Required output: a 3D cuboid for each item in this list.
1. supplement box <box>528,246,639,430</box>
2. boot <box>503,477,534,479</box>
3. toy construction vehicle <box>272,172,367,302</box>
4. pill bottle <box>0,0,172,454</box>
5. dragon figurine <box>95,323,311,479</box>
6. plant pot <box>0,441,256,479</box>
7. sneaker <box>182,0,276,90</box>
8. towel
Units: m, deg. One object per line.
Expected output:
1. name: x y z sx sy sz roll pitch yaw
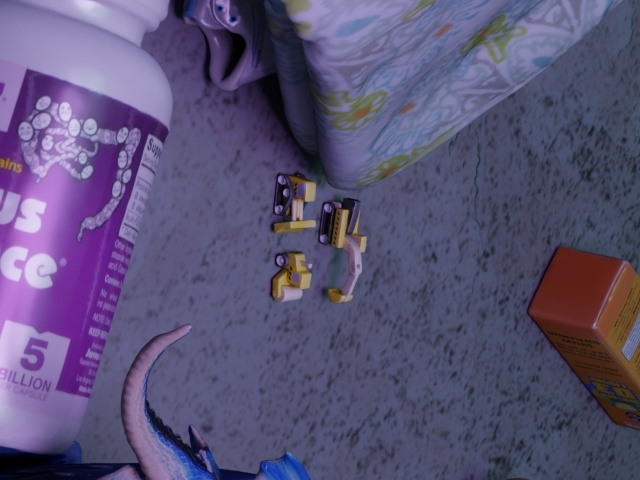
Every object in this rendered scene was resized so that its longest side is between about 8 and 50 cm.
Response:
1. supplement box: 0.281 0.099 1.861 0.233 0.078 0.080 45 65 -47
2. boot: 0.078 0.272 1.629 0.295 0.104 0.211 -54 137 -21
3. toy construction vehicle: 0.000 0.000 1.511 0.086 0.035 0.098 0 99 -52
4. pill bottle: -0.183 -0.040 1.159 0.169 0.169 0.301 21 82 -52
5. dragon figurine: -0.059 0.156 1.094 0.144 0.085 0.289 -26 119 -47
6. plant pot: -0.183 0.239 1.201 0.236 0.212 0.236 4 97 -52
7. sneaker: -0.062 -0.186 1.357 0.083 0.071 0.190 -36 126 -34
8. towel: 0.115 -0.185 1.348 0.320 0.090 0.374 -37 166 -7
